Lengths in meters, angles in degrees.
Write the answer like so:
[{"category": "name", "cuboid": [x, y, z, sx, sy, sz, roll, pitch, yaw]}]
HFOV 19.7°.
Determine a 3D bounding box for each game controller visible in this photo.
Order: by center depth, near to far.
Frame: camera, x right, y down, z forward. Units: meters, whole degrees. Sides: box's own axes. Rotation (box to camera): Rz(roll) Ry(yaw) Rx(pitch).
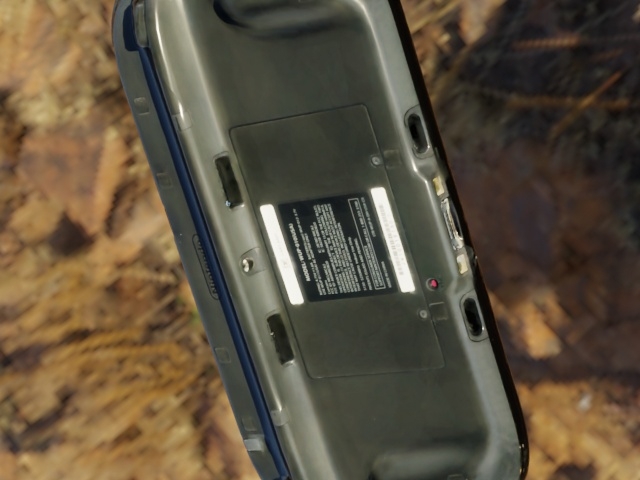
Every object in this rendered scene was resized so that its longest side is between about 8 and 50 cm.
[{"category": "game controller", "cuboid": [0.000, 0.000, 0.938, 0.166, 0.067, 0.319, -10, 106, 29]}]
